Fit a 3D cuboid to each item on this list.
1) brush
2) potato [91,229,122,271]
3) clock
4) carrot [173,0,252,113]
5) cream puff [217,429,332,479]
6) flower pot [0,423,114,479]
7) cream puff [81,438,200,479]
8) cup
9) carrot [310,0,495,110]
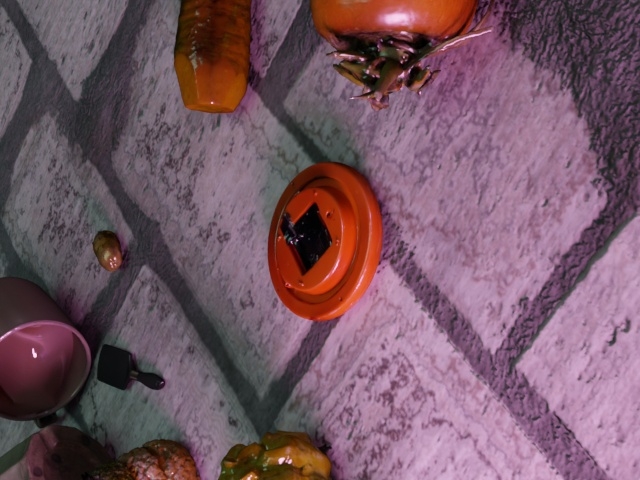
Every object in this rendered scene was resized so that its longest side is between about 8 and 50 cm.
[{"bbox_3d":[-0.304,0.212,1.690,0.193,0.016,0.063,10,91,50],"label":"brush"},{"bbox_3d":[-0.354,0.017,1.765,0.083,0.040,0.051,58,134,40],"label":"potato"},{"bbox_3d":[0.000,0.000,1.353,0.205,0.051,0.205,-10,77,47],"label":"clock"},{"bbox_3d":[-0.152,-0.337,1.548,0.114,0.114,0.302,-5,79,49],"label":"carrot"},{"bbox_3d":[-0.057,0.313,1.297,0.121,0.156,0.156,-151,74,-66],"label":"cream puff"},{"bbox_3d":[-0.462,0.432,1.660,0.259,0.290,0.290,-42,53,23],"label":"flower pot"},{"bbox_3d":[-0.278,0.374,1.514,0.183,0.169,0.183,-13,73,49],"label":"cream puff"},{"bbox_3d":[-0.516,0.201,1.832,0.200,0.191,0.253,39,145,49],"label":"cup"},{"bbox_3d":[0.090,-0.302,1.200,0.193,0.214,0.331,169,112,-78],"label":"carrot"}]
